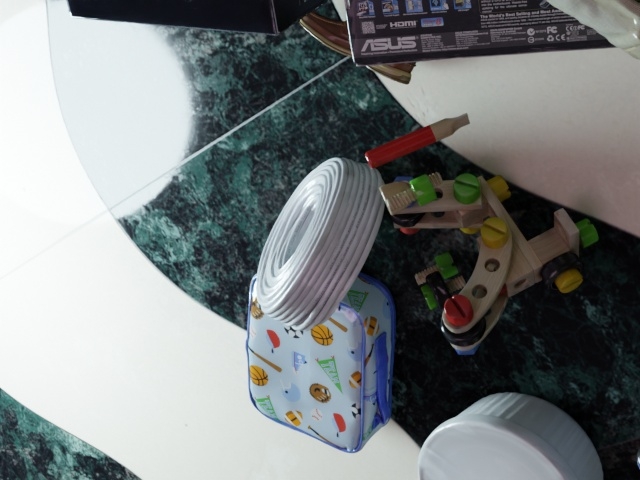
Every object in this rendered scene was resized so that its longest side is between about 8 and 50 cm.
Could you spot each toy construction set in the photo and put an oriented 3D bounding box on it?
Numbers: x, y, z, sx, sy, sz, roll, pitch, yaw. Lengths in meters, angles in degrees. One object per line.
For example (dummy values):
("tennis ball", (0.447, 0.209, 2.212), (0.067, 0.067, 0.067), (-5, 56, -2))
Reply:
("toy construction set", (0.219, -0.033, 1.920), (0.237, 0.257, 0.309), (-24, 126, 2))

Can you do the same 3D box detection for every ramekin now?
("ramekin", (0.286, 0.345, 2.147), (0.273, 0.127, 0.273), (20, 128, 28))

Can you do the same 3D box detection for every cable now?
("cable", (0.000, 0.000, 2.071), (0.089, 0.257, 0.257), (27, 131, -14))

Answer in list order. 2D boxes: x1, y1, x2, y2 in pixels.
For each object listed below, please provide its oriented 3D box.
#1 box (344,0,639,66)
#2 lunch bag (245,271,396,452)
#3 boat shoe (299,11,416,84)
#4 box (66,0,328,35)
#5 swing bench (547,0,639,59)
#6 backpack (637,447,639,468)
("box", (0.211, -0.368, 1.660), (0.395, 0.097, 0.318), (-3, 119, 14))
("lunch bag", (0.007, 0.178, 2.279), (0.243, 0.115, 0.303), (18, 126, 27))
("boat shoe", (0.055, -0.273, 1.985), (0.178, 0.064, 0.060), (30, 102, 19))
("box", (-0.112, -0.404, 1.846), (0.343, 0.312, 0.179), (10, 123, 34))
("swing bench", (0.294, -0.342, 1.509), (0.253, 0.165, 0.255), (31, 118, -9))
("backpack", (0.540, 0.261, 1.802), (0.263, 0.276, 0.213), (27, 137, 14))
